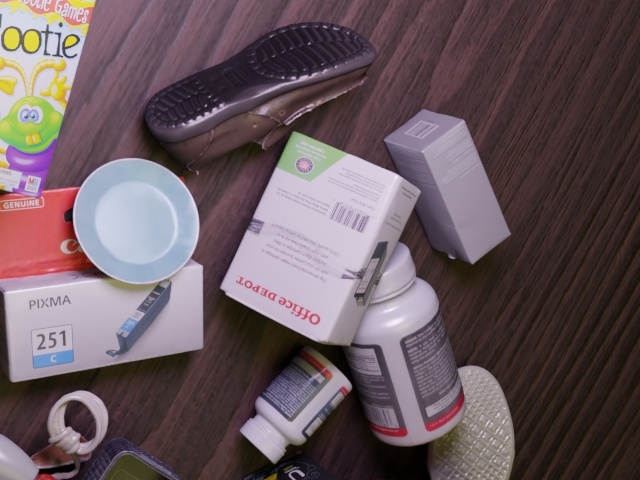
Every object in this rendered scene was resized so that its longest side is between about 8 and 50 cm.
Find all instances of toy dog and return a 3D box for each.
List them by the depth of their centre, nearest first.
[{"bbox_3d":[-0.365,0.383,1.553,0.220,0.161,0.333,-35,103,-15],"label":"toy dog"}]

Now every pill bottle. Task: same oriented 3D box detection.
[{"bbox_3d":[-0.044,0.272,1.708,0.180,0.108,0.108,-47,121,-12],"label":"pill bottle"},{"bbox_3d":[0.125,0.169,1.738,0.176,0.176,0.318,-28,116,-21],"label":"pill bottle"}]

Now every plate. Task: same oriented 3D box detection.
[{"bbox_3d":[-0.268,-0.027,1.509,0.188,0.024,0.188,7,75,-26],"label":"plate"}]

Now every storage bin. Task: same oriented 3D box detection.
[{"bbox_3d":[-0.284,0.383,1.451,0.122,0.084,0.180,37,81,-17],"label":"storage bin"}]

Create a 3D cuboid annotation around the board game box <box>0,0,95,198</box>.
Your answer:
[{"bbox_3d":[-0.410,-0.213,1.344,0.144,0.142,0.275,13,96,-32],"label":"board game box"}]

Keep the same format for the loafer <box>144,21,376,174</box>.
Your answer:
[{"bbox_3d":[-0.086,-0.214,1.560,0.366,0.134,0.130,-23,141,-13],"label":"loafer"}]

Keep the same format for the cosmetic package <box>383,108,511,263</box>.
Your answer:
[{"bbox_3d":[0.214,-0.089,1.752,0.107,0.127,0.238,-38,120,-16],"label":"cosmetic package"}]

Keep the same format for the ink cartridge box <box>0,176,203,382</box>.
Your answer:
[{"bbox_3d":[-0.319,0.052,1.514,0.296,0.066,0.261,-8,108,-28],"label":"ink cartridge box"}]

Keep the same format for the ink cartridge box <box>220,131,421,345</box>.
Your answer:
[{"bbox_3d":[0.000,0.000,1.596,0.273,0.198,0.115,-65,156,1],"label":"ink cartridge box"}]

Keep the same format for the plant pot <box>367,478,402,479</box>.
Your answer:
[{"bbox_3d":[0.190,0.525,1.755,0.267,0.236,0.267,2,88,1],"label":"plant pot"}]

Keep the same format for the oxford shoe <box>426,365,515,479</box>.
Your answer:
[{"bbox_3d":[0.278,0.456,1.943,0.169,0.130,0.449,-6,92,-5],"label":"oxford shoe"}]

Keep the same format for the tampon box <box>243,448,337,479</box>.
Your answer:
[{"bbox_3d":[-0.035,0.443,1.727,0.120,0.161,0.101,-23,113,-24],"label":"tampon box"}]
